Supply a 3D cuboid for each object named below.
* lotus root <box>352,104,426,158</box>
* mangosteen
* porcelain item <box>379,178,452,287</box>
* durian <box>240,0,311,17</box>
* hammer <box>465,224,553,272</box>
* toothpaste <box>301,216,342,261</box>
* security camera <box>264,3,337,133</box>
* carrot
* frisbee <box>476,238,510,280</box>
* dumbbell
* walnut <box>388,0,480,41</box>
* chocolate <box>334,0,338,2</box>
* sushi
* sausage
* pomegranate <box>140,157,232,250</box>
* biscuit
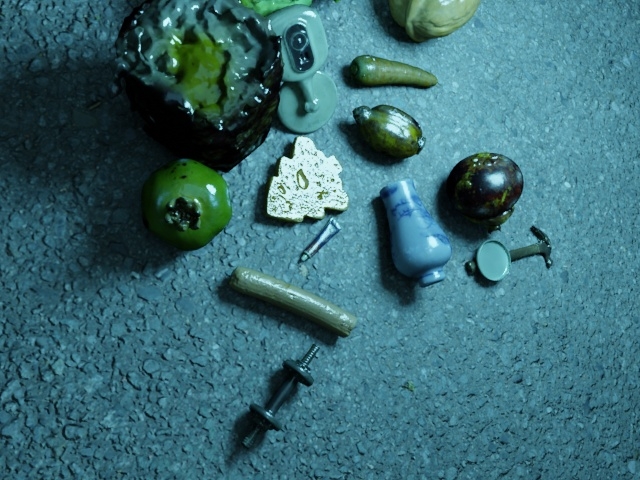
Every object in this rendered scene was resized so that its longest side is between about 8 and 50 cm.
[{"bbox_3d":[0.167,-0.270,1.376,0.209,0.120,0.120,25,71,-16],"label":"lotus root"},{"bbox_3d":[0.425,-0.116,1.432,0.192,0.192,0.217,-30,123,-25],"label":"mangosteen"},{"bbox_3d":[0.225,-0.016,1.340,0.141,0.141,0.259,-15,77,-25],"label":"porcelain item"},{"bbox_3d":[-0.146,-0.570,1.232,0.340,0.256,0.204,-22,109,-19],"label":"durian"},{"bbox_3d":[0.514,0.041,1.507,0.297,0.027,0.125,-14,86,-24],"label":"hammer"},{"bbox_3d":[0.000,0.000,1.299,0.037,0.021,0.140,48,63,-10],"label":"toothpaste"},{"bbox_3d":[-0.040,-0.367,1.240,0.157,0.080,0.301,-30,132,-12],"label":"security camera"},{"bbox_3d":[0.210,-0.433,1.457,0.298,0.078,0.078,-1,80,-29],"label":"carrot"},{"bbox_3d":[0.453,0.051,1.456,0.110,0.014,0.110,3,83,-24],"label":"frisbee"},{"bbox_3d":[-0.081,0.322,1.165,0.081,0.081,0.254,42,66,-10],"label":"dumbbell"},{"bbox_3d":[0.297,-0.640,1.454,0.224,0.257,0.257,35,64,21],"label":"walnut"},{"bbox_3d":[0.043,-0.776,1.373,0.289,0.137,0.301,47,47,-7],"label":"chocolate"},{"bbox_3d":[-0.236,-0.314,1.100,0.299,0.294,0.281,26,79,-3],"label":"sushi"},{"bbox_3d":[-0.060,0.133,1.224,0.301,0.066,0.066,27,70,-18],"label":"sausage"},{"bbox_3d":[-0.263,-0.066,1.087,0.187,0.225,0.187,-3,104,-12],"label":"pomegranate"},{"bbox_3d":[-0.042,-0.123,1.295,0.239,0.041,0.212,-38,101,-25],"label":"biscuit"}]
